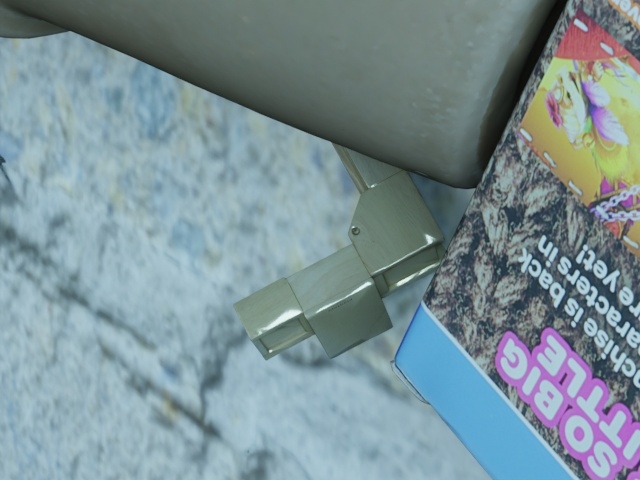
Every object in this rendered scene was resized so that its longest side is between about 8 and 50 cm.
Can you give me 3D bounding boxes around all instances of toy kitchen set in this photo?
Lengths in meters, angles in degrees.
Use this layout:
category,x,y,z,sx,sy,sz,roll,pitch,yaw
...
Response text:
category,x,y,z,sx,sy,sz,roll,pitch,yaw
toy kitchen set,0.000,0.000,0.712,0.075,0.083,0.068,62,179,20

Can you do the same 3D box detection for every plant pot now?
category,x,y,z,sx,sy,sz,roll,pitch,yaw
plant pot,0.003,-0.141,0.562,0.229,0.263,0.263,36,127,18

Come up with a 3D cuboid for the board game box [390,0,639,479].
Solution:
category,x,y,z,sx,sy,sz,roll,pitch,yaw
board game box,0.182,-0.008,0.429,0.232,0.141,0.291,49,132,31
